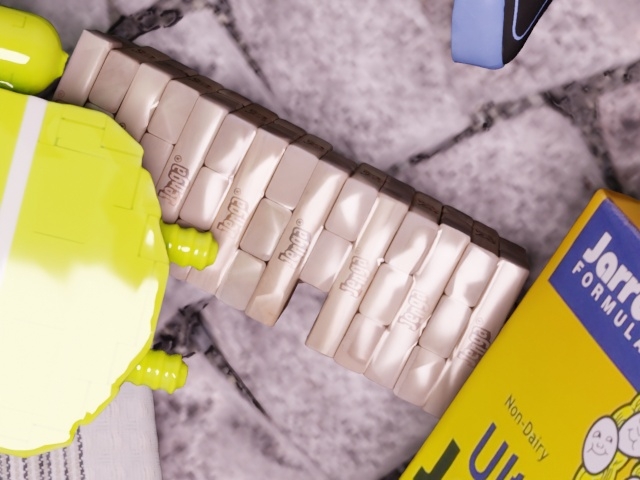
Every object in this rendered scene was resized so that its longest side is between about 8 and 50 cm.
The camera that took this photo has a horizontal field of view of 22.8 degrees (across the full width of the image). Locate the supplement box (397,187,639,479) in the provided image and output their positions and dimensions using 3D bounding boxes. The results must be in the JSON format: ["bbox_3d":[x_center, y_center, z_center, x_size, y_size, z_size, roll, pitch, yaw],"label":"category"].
[{"bbox_3d":[0.140,0.192,0.724,0.195,0.194,0.356,20,111,-32],"label":"supplement box"}]

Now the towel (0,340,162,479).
[{"bbox_3d":[-0.219,0.202,0.790,0.312,0.056,0.324,-1,85,-27],"label":"towel"}]

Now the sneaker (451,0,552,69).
[{"bbox_3d":[0.138,-0.187,0.787,0.090,0.081,0.232,21,98,11],"label":"sneaker"}]

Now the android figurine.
[{"bbox_3d":[-0.187,0.005,0.750,0.273,0.056,0.248,12,88,-8],"label":"android figurine"}]

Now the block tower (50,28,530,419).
[{"bbox_3d":[0.000,0.000,0.824,0.336,0.091,0.097,26,99,2],"label":"block tower"}]
